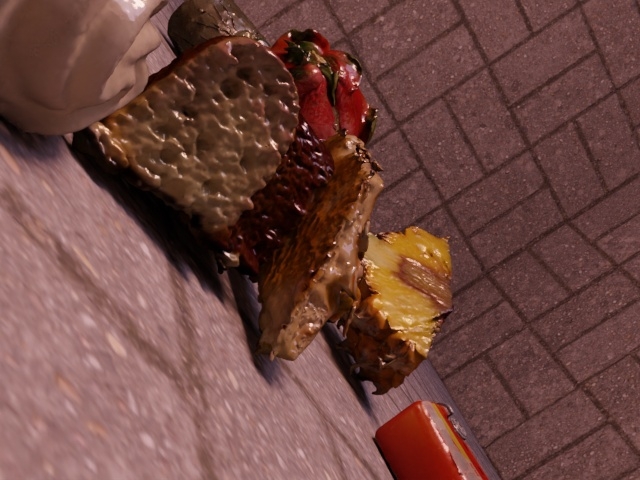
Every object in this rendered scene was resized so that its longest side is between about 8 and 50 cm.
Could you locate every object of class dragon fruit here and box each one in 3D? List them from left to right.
[{"bbox_3d":[-0.054,-0.161,0.998,0.269,0.198,0.200,-122,-141,-48],"label":"dragon fruit"}]

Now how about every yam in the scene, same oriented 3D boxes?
[{"bbox_3d":[-0.131,-0.272,1.413,0.254,0.154,0.154,53,3,3],"label":"yam"}]

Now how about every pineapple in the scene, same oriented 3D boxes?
[{"bbox_3d":[0.050,0.072,0.997,0.164,0.140,0.250,26,34,-10],"label":"pineapple"}]

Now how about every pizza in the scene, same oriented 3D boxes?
[{"bbox_3d":[0.000,0.000,0.656,0.069,0.147,0.226,41,9,-26],"label":"pizza"}]

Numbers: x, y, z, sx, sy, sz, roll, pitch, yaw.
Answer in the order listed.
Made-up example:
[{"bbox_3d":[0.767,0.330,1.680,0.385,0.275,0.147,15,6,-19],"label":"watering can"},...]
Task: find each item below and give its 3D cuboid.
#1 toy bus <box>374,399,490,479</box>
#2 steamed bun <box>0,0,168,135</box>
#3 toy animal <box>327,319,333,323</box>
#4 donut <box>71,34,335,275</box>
[{"bbox_3d":[0.119,0.233,0.806,0.077,0.079,0.174,38,18,-52],"label":"toy bus"},{"bbox_3d":[-0.138,-0.139,0.416,0.183,0.106,0.183,55,5,-7],"label":"steamed bun"},{"bbox_3d":[-0.028,0.025,0.961,0.075,0.041,0.217,60,1,31],"label":"toy animal"},{"bbox_3d":[-0.070,-0.064,0.574,0.187,0.126,0.144,54,-2,-39],"label":"donut"}]
